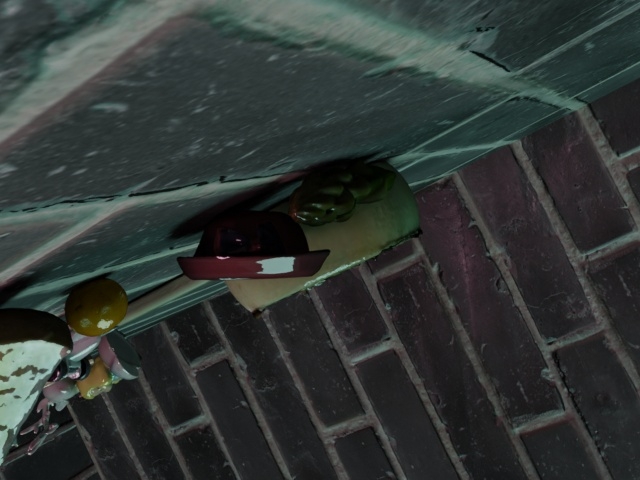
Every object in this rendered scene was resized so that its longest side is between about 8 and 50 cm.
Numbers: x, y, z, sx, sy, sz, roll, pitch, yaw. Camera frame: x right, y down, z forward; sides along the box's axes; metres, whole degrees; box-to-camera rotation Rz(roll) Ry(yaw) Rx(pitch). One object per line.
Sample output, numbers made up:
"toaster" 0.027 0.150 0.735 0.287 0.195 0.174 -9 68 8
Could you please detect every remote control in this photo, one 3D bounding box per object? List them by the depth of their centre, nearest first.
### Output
"remote control" -0.316 0.109 1.541 0.310 0.038 0.090 -26 179 22

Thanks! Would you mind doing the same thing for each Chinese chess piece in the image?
"Chinese chess piece" 0.000 0.000 1.252 0.349 0.146 0.349 -26 177 -1

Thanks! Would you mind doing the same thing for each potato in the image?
"potato" -0.411 0.143 0.733 0.189 0.211 0.264 28 96 -42

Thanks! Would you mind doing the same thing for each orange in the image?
"orange" -0.293 0.089 0.968 0.083 0.070 0.083 -28 -178 1

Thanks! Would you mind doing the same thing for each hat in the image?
"hat" -0.085 0.005 0.936 0.205 0.089 0.205 -2 177 0

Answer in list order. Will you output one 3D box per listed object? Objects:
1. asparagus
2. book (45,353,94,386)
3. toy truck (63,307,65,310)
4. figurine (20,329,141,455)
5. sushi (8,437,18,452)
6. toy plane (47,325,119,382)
"asparagus" 0.023 -0.065 0.988 0.080 0.080 0.287 -27 -177 28
"book" -0.491 0.215 1.342 0.127 0.014 0.182 -25 -156 -23
"toy truck" -0.327 0.087 1.045 0.083 0.032 0.024 -28 172 26
"figurine" -0.647 0.355 1.885 0.316 0.206 0.284 -32 -177 0
"sushi" -0.643 0.330 1.310 0.274 0.139 0.184 -6 -178 10
"toy plane" -0.460 0.198 1.199 0.255 0.101 0.251 -26 167 6
